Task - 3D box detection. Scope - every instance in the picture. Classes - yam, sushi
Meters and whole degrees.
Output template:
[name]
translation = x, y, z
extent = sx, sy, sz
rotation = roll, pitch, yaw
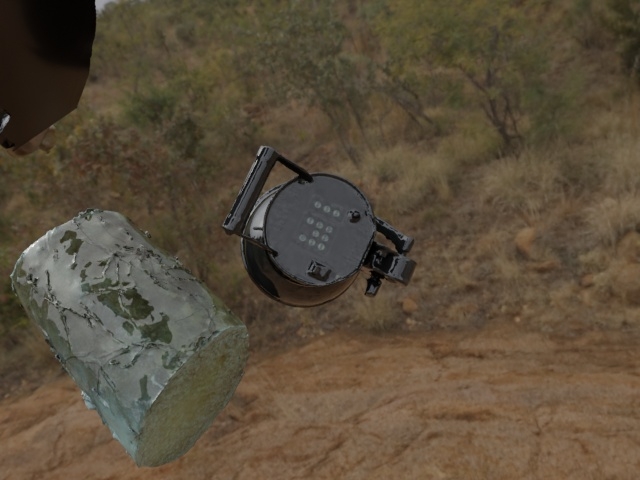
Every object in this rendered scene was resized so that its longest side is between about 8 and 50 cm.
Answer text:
[yam]
translation = -0.281, 0.131, 0.913
extent = 0.348, 0.241, 0.241
rotation = 43, 59, 17
[sushi]
translation = -0.256, -0.183, 0.443
extent = 0.153, 0.150, 0.172
rotation = -42, -7, -17

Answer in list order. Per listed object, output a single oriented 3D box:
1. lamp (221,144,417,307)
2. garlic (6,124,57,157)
[lamp]
translation = 0.000, 0.000, 0.594
extent = 0.147, 0.172, 0.227
rotation = -64, 5, -6
[garlic]
translation = -0.385, -0.169, 0.623
extent = 0.214, 0.160, 0.191
rotation = 6, -6, -10
